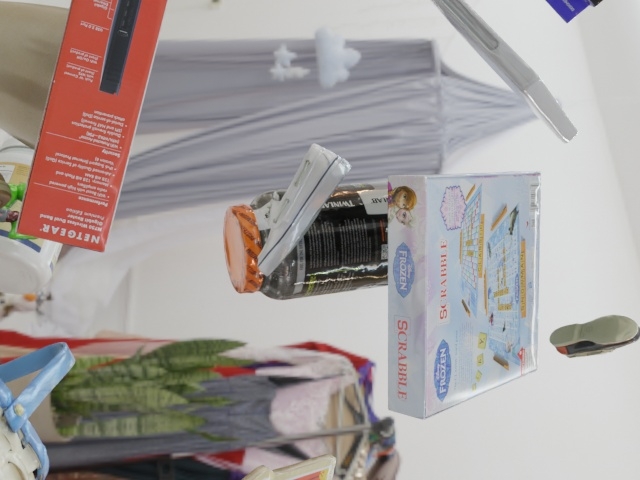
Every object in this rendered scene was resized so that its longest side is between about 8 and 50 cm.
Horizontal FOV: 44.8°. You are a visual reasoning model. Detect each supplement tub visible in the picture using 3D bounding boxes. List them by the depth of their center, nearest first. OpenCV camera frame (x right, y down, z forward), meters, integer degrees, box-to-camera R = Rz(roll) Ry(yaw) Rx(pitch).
[{"bbox_3d":[0.000,0.000,1.463,0.207,0.338,0.207,174,-90,-69],"label":"supplement tub"},{"bbox_3d":[-0.698,-0.060,1.796,0.228,0.228,0.316,81,14,-56],"label":"supplement tub"}]

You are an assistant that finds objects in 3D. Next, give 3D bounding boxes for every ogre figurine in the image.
[{"bbox_3d":[-0.630,-0.059,1.543,0.097,0.197,0.118,78,10,-88],"label":"ogre figurine"}]

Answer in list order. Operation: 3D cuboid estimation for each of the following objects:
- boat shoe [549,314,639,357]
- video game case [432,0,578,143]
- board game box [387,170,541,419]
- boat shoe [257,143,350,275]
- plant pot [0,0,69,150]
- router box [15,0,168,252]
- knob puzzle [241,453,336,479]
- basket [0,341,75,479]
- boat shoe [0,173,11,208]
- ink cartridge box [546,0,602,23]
[{"bbox_3d":[0.380,0.136,1.063,0.043,0.137,0.049,44,55,-19],"label":"boat shoe"},{"bbox_3d":[0.283,-0.306,1.261,0.300,0.036,0.329,54,17,22],"label":"video game case"},{"bbox_3d":[0.215,0.061,1.115,0.318,0.066,0.319,-6,97,-48],"label":"board game box"},{"bbox_3d":[-0.043,-0.050,1.208,0.226,0.076,0.083,-53,178,15],"label":"boat shoe"},{"bbox_3d":[-0.493,-0.288,1.278,0.256,0.274,0.256,22,90,-86],"label":"plant pot"},{"bbox_3d":[-0.238,-0.163,0.836,0.335,0.082,0.301,-155,-101,-72],"label":"router box"},{"bbox_3d":[-0.060,0.281,0.645,0.213,0.030,0.213,-24,124,-42],"label":"knob puzzle"},{"bbox_3d":[-0.405,0.209,0.782,0.289,0.255,0.201,-86,152,-68],"label":"basket"},{"bbox_3d":[-0.460,-0.058,0.815,0.104,0.285,0.089,33,52,-74],"label":"boat shoe"},{"bbox_3d":[0.428,-0.499,1.295,0.206,0.208,0.045,42,35,-11],"label":"ink cartridge box"}]
